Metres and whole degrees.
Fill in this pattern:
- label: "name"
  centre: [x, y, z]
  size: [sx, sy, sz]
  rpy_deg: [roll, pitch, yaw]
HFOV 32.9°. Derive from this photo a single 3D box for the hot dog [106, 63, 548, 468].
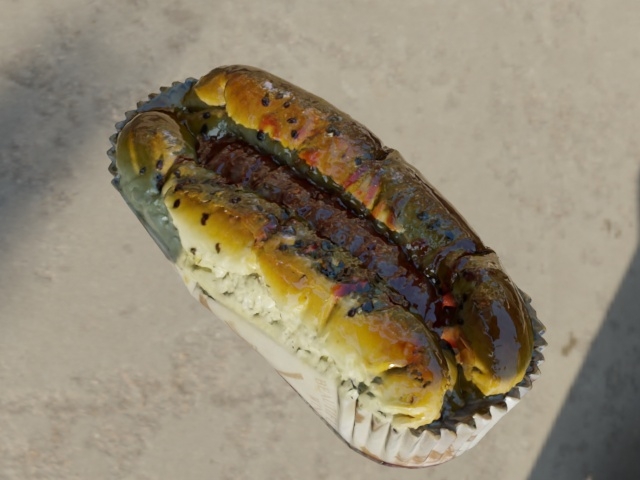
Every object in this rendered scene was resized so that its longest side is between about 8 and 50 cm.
- label: "hot dog"
  centre: [0.000, 0.000, 0.559]
  size: [0.144, 0.268, 0.075]
  rpy_deg: [-34, 149, -30]
